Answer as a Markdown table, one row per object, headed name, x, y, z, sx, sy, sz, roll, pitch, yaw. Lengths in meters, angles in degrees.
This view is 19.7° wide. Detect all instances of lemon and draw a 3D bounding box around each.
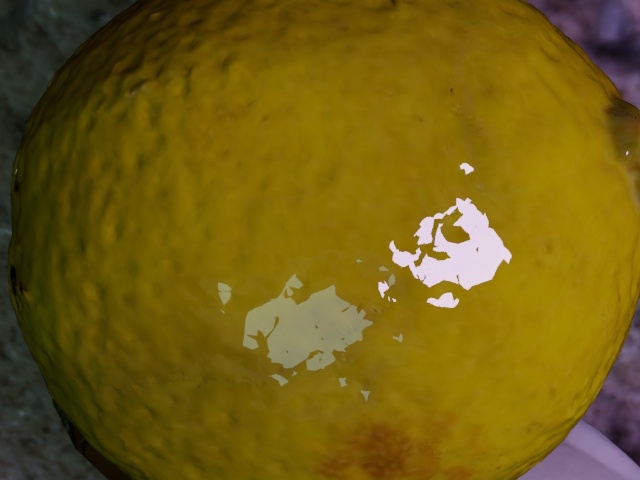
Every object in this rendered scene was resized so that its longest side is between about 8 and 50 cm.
| name | x | y | z | sx | sy | sz | roll | pitch | yaw |
| --- | --- | --- | --- | --- | --- | --- | --- | --- | --- |
| lemon | 0.000 | 0.000 | 0.761 | 0.267 | 0.267 | 0.267 | 10 | 127 | 14 |

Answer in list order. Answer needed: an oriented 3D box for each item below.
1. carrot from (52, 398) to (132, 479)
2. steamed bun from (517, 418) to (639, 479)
| name | x | y | z | sx | sy | sz | roll | pitch | yaw |
| --- | --- | --- | --- | --- | --- | --- | --- | --- | --- |
| carrot | -0.073 | 0.101 | 0.899 | 0.228 | 0.069 | 0.069 | 38 | 148 | 52 |
| steamed bun | 0.080 | 0.157 | 0.916 | 0.228 | 0.131 | 0.177 | 8 | 136 | 12 |
